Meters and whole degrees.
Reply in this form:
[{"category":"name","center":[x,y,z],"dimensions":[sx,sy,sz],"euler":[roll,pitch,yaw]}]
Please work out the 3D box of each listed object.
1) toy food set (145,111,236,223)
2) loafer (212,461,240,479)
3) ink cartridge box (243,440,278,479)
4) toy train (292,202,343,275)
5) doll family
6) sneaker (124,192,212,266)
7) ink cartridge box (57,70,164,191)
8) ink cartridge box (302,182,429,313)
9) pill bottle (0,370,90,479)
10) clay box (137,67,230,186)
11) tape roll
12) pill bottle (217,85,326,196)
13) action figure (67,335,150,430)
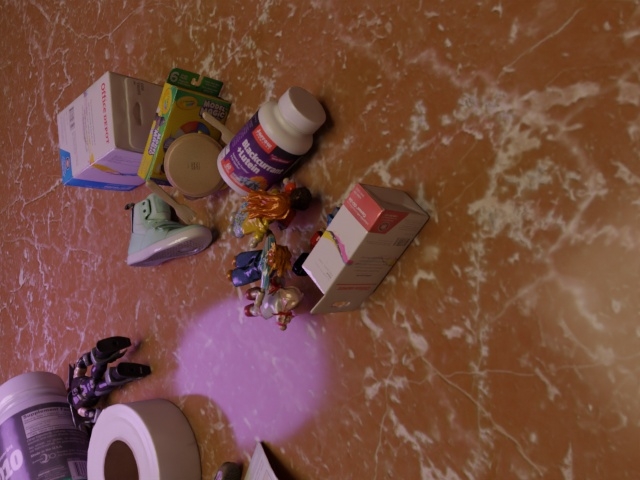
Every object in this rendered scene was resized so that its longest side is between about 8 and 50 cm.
[{"category":"toy food set","center":[-0.234,-0.141,1.225],"dimensions":[0.132,0.038,0.192],"euler":[42,97,-9]},{"category":"loafer","center":[-0.193,0.466,1.177],"dimensions":[0.050,0.056,0.148],"euler":[30,107,34]},{"category":"ink cartridge box","center":[-0.044,0.567,1.036],"dimensions":[0.385,0.091,0.308],"euler":[40,115,56]},{"category":"toy train","center":[0.000,0.000,1.047],"dimensions":[0.158,0.036,0.027],"euler":[-54,54,26]},{"category":"doll family","center":[-0.093,0.011,1.038],"dimensions":[0.163,0.118,0.262],"euler":[-16,66,52]},{"category":"sneaker","center":[-0.321,-0.039,1.315],"dimensions":[0.256,0.094,0.151],"euler":[-14,75,41]},{"category":"ink cartridge box","center":[-0.435,-0.226,1.386],"dimensions":[0.233,0.168,0.171],"euler":[-19,74,41]},{"category":"ink cartridge box","center":[0.054,0.017,0.940],"dimensions":[0.067,0.115,0.198],"euler":[51,119,33]},{"category":"pill bottle","center":[-0.646,0.497,1.496],"dimensions":[0.361,0.204,0.204],"euler":[52,120,38]},{"category":"clay box","center":[-0.262,-0.214,1.250],"dimensions":[0.053,0.127,0.222],"euler":[36,111,40]},{"category":"tape roll","center":[-0.369,0.472,1.315],"dimensions":[0.286,0.100,0.286],"euler":[-4,85,44]},{"category":"pill bottle","center":[-0.081,-0.168,1.088],"dimensions":[0.193,0.108,0.108],"euler":[-41,60,34]},{"category":"action figure","center":[-0.506,0.326,1.464],"dimensions":[0.285,0.099,0.185],"euler":[-40,68,38]}]
